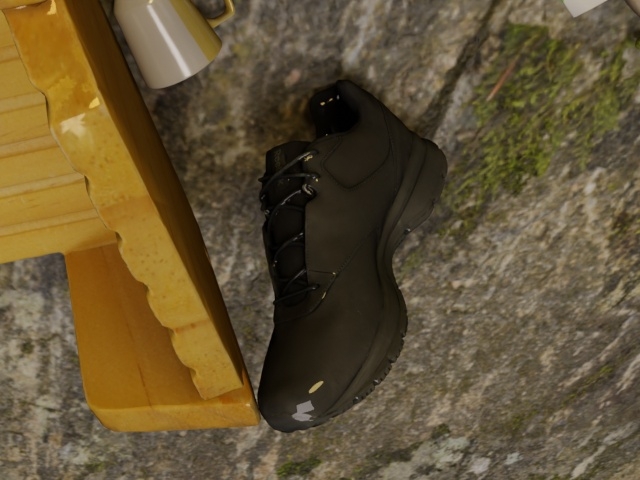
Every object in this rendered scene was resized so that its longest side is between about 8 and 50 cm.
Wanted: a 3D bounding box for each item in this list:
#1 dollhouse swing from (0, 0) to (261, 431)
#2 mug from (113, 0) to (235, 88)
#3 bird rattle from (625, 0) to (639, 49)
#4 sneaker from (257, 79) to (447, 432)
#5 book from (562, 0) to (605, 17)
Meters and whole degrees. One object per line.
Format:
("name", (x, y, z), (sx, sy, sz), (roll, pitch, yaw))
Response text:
("dollhouse swing", (-0.255, -0.028, 0.500), (0.304, 0.315, 0.347), (-21, 134, -5))
("mug", (-0.107, -0.154, 0.553), (0.062, 0.078, 0.064), (0, 134, 38))
("bird rattle", (0.299, -0.206, 0.519), (0.206, 0.143, 0.254), (26, 123, -9))
("sneaker", (0.000, 0.000, 0.572), (0.109, 0.286, 0.130), (-23, 126, 39))
("book", (0.101, -0.162, 0.292), (0.096, 0.035, 0.144), (-33, 130, 24))
